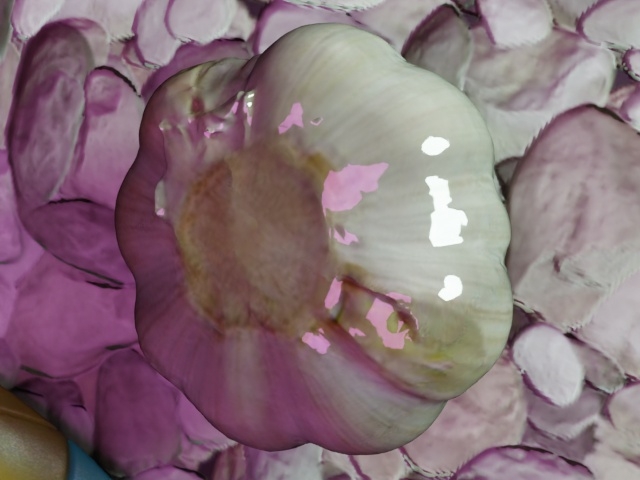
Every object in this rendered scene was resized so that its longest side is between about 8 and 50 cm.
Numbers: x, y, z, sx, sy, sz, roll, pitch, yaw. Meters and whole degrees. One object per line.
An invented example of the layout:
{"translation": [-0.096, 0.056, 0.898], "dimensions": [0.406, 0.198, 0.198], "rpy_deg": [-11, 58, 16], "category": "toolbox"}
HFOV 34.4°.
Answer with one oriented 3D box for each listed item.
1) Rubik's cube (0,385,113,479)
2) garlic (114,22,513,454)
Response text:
{"translation": [-0.292, 0.174, 0.659], "dimensions": [0.254, 0.254, 0.254], "rpy_deg": [2, 97, 16], "category": "Rubik's cube"}
{"translation": [-0.002, 0.004, 0.545], "dimensions": [0.228, 0.152, 0.227], "rpy_deg": [3, 95, 32], "category": "garlic"}
